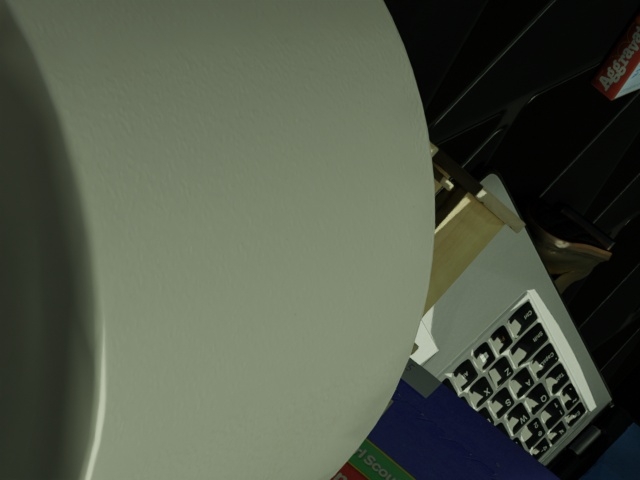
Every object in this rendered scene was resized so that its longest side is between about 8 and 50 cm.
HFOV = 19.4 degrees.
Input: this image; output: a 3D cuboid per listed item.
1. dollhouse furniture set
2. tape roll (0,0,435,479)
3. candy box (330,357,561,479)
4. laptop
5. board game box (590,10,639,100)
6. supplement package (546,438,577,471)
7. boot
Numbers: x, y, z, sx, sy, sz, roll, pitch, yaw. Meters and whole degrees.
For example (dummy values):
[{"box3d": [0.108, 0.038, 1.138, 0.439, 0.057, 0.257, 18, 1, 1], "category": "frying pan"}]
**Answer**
[{"box3d": [0.000, 0.000, 1.140, 0.182, 0.101, 0.161, -49, 139, 4], "category": "dollhouse furniture set"}, {"box3d": [-0.110, -0.005, 0.535, 0.169, 0.246, 0.246, -18, 146, -58], "category": "tape roll"}, {"box3d": [-0.044, 0.178, 1.061, 0.122, 0.268, 0.317, -36, 159, -45], "category": "candy box"}, {"box3d": [0.141, 0.234, 1.356, 0.382, 0.236, 0.408, -42, 122, -20], "category": "laptop"}, {"box3d": [0.328, -0.201, 1.546, 0.281, 0.027, 0.145, -23, 152, -54], "category": "board game box"}, {"box3d": [0.124, 0.221, 1.572, 0.204, 0.262, 0.145, -42, 162, -19], "category": "supplement package"}, {"box3d": [0.195, 0.027, 1.633, 0.106, 0.082, 0.219, -54, 164, 10], "category": "boot"}]
